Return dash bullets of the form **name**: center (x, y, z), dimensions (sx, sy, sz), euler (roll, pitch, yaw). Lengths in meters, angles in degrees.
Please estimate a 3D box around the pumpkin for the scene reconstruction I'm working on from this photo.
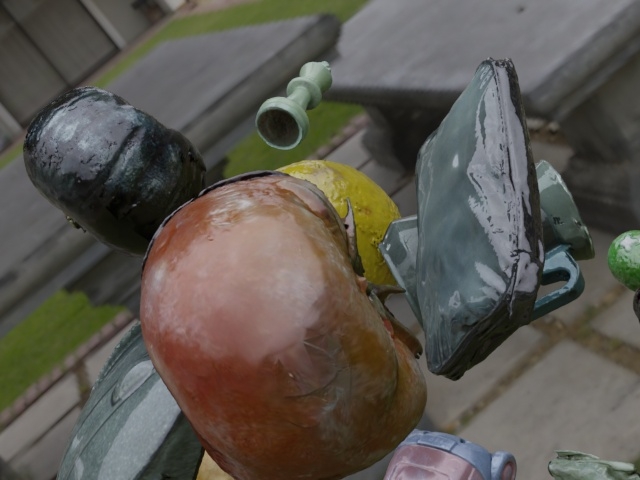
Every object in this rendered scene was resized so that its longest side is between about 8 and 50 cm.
- **pumpkin**: center (-0.247, -0.080, 1.474), dimensions (0.163, 0.233, 0.233), euler (-56, 19, -8)

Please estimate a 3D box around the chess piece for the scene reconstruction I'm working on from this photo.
- **chess piece**: center (-0.018, -0.162, 1.362), dimensions (0.059, 0.059, 0.149), euler (-25, 22, 39)

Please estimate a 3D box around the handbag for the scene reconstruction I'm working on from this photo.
- **handbag**: center (0.153, -0.022, 1.230), dimensions (0.191, 0.075, 0.332), euler (126, 154, -47)

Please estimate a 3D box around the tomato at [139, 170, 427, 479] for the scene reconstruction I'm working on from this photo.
- **tomato**: center (-0.019, 0.068, 0.798), dimensions (0.180, 0.214, 0.155), euler (-34, 13, -3)

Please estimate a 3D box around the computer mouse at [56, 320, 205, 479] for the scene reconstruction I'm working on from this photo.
- **computer mouse**: center (-0.196, 0.233, 1.196), dimensions (0.203, 0.114, 0.374), euler (-112, 37, -62)

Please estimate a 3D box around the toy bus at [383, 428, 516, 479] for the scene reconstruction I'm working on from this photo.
- **toy bus**: center (0.195, 0.460, 1.968), dimensions (0.197, 0.294, 0.232), euler (10, 42, 35)

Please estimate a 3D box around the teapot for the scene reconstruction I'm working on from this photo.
- **teapot**: center (0.202, 0.024, 1.436), dimensions (0.225, 0.171, 0.203), euler (-29, 44, 3)

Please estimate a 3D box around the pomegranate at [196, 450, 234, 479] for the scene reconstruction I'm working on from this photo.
- **pomegranate**: center (-0.113, 0.406, 2.172), dimensions (0.260, 0.260, 0.260), euler (-35, 17, 12)

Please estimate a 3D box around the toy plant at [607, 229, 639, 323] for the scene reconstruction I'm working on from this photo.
- **toy plant**: center (0.617, 0.082, 2.108), dimensions (0.235, 0.218, 0.175), euler (-95, 13, -46)

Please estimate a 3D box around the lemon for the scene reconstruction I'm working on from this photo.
- **lemon**: center (0.000, 0.000, 1.949), dimensions (0.258, 0.310, 0.258), euler (-25, 52, 36)

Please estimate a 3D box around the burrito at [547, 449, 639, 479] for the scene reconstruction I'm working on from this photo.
- **burrito**: center (0.329, 0.279, 1.423), dimensions (0.118, 0.074, 0.044), euler (0, 43, 45)
